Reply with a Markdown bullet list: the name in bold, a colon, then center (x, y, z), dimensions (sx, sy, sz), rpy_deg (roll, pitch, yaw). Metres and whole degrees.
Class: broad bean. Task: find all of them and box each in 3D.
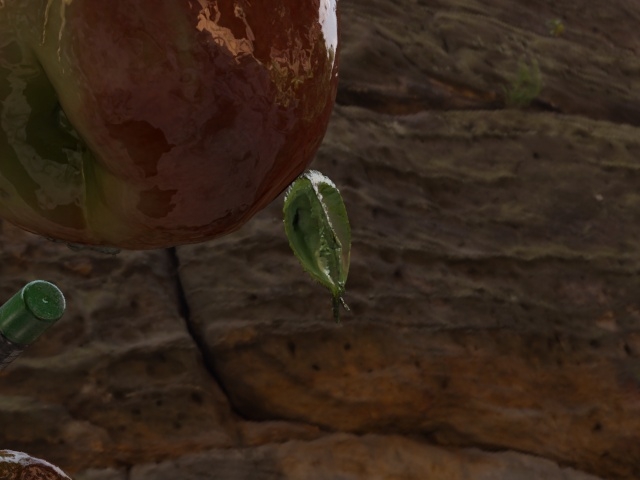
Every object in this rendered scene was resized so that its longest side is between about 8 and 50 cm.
- **broad bean**: center (-0.424, 0.385, 1.080), dimensions (0.156, 0.122, 0.228), rpy_deg (-51, -47, -10)

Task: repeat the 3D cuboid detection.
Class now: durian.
- **durian**: center (0.000, 0.000, 0.998), dimensions (0.086, 0.100, 0.215), rpy_deg (-15, -63, 1)

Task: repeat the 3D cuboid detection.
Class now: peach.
- **peach**: center (-0.101, -0.127, 0.428), dimensions (0.232, 0.257, 0.232), rpy_deg (8, -42, 7)

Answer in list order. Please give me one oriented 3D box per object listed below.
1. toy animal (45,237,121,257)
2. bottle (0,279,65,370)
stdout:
- **toy animal**: center (-0.504, -0.024, 1.537), dimensions (0.255, 0.090, 0.170), rpy_deg (30, -17, -22)
- **bottle**: center (-0.608, 0.186, 1.469), dimensions (0.330, 0.093, 0.093), rpy_deg (-35, -28, 34)
